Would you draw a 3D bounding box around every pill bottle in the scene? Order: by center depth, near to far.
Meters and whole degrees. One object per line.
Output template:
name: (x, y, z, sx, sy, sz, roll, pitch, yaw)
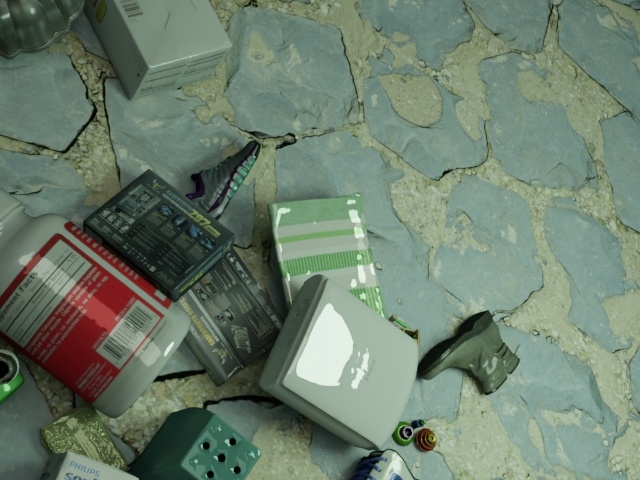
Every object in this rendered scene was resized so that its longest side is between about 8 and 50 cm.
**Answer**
pill bottle: (-0.447, 0.102, 1.548, 0.407, 0.229, 0.229, 39, 59, -7)

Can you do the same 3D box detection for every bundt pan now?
bundt pan: (-0.622, -0.525, 1.715, 0.331, 0.124, 0.331, 2, 76, -8)

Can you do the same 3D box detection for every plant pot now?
plant pot: (-0.208, 0.392, 1.551, 0.165, 0.234, 0.166, 40, 58, -7)

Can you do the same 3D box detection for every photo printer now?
photo printer: (0.055, 0.251, 1.752, 0.307, 0.107, 0.256, 38, 62, -25)

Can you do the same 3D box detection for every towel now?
towel: (-0.418, 0.371, 1.577, 0.110, 0.027, 0.148, -31, 86, -31)
towel: (0.024, 0.069, 1.855, 0.248, 0.038, 0.325, -9, 87, -37)

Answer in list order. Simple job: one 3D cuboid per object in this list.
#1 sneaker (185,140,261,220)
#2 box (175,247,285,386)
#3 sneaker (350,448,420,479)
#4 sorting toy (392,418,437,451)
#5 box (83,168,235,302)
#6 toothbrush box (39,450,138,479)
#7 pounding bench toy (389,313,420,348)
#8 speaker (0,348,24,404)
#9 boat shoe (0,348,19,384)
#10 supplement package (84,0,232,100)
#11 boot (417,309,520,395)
sneaker: (-0.207, -0.140, 1.851, 0.098, 0.083, 0.224, 33, 60, -6)
box: (-0.193, 0.142, 1.761, 0.183, 0.056, 0.231, -35, 89, -31)
sneaker: (0.080, 0.498, 1.731, 0.315, 0.127, 0.182, 10, 63, -30)
sorting toy: (0.205, 0.403, 1.866, 0.102, 0.042, 0.061, 20, 63, -18)
box: (-0.310, -0.011, 1.722, 0.232, 0.059, 0.183, 37, 58, 12)
toothbrush box: (-0.417, 0.494, 1.403, 0.126, 0.216, 0.295, 27, 68, -15)
pounding bench toy: (0.180, 0.204, 1.925, 0.065, 0.052, 0.083, 13, 65, -22)
speaker: (-0.636, 0.162, 1.490, 0.296, 0.131, 0.131, 48, 58, -3)
boat shoe: (-0.588, 0.199, 1.393, 0.219, 0.070, 0.078, -3, 87, -8)
supplement package: (-0.348, -0.459, 1.864, 0.204, 0.145, 0.262, -24, 81, -32)
boot: (0.337, 0.276, 1.963, 0.246, 0.083, 0.161, -34, 93, -31)
